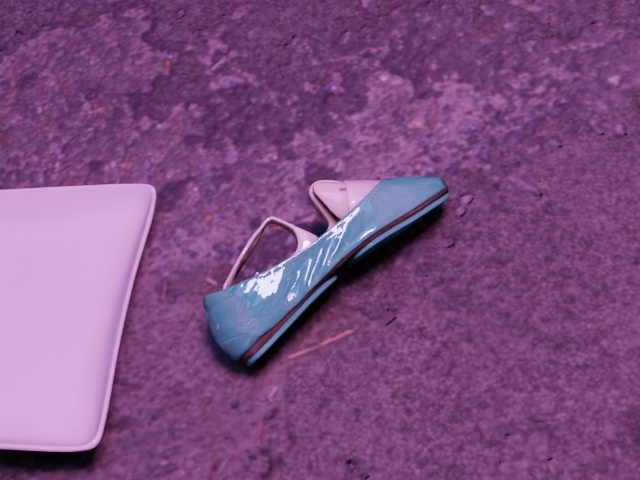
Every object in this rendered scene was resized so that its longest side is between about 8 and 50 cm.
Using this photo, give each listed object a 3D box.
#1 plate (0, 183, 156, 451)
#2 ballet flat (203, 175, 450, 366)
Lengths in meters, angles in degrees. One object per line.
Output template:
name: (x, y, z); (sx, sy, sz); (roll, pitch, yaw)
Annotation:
plate: (-0.294, 0.073, 1.257); (0.278, 0.045, 0.277); (-2, 54, 13)
ballet flat: (0.000, 0.000, 1.204); (0.247, 0.083, 0.087); (-40, 89, -14)
